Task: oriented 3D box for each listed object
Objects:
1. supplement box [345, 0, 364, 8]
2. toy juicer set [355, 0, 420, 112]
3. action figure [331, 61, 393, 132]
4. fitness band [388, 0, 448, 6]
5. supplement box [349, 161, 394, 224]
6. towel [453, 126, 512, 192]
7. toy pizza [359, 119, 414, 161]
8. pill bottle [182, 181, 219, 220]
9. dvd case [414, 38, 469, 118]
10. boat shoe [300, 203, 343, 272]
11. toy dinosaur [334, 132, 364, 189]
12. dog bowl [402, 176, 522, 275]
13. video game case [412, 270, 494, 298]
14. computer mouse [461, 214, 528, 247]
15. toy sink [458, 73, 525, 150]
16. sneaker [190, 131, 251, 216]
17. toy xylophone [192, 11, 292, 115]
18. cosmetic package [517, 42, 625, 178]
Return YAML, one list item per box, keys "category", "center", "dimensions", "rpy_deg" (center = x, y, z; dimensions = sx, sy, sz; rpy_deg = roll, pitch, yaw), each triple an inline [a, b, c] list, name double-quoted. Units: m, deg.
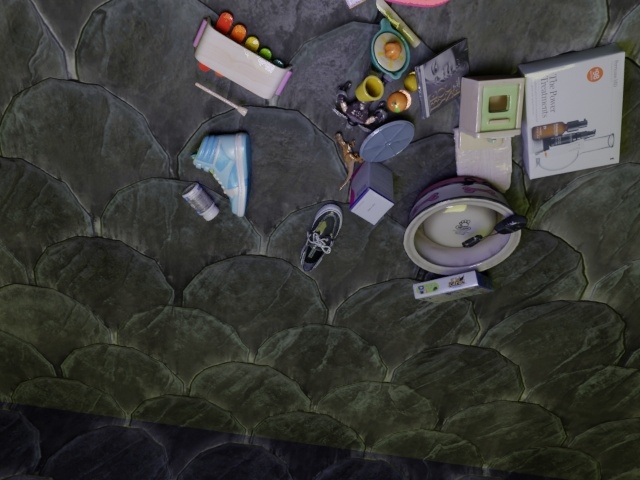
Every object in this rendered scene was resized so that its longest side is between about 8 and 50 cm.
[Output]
- category: "supplement box"
  center: [0.100, -0.708, 1.583]
  dimensions: [0.054, 0.083, 0.043]
  rpy_deg: [-22, 122, 21]
- category: "toy juicer set"
  center: [0.231, -0.534, 1.609]
  dimensions: [0.209, 0.329, 0.089]
  rpy_deg: [18, 169, -26]
- category: "action figure"
  center: [0.153, -0.464, 1.764]
  dimensions: [0.185, 0.099, 0.285]
  rpy_deg: [20, 131, -19]
- category: "fitness band"
  center: [0.266, -0.769, 1.540]
  dimensions: [0.290, 0.054, 0.209]
  rpy_deg: [9, 128, 0]
- category: "supplement box"
  center: [0.176, -0.176, 1.900]
  dimensions: [0.113, 0.220, 0.111]
  rpy_deg: [30, 125, -18]
- category: "towel"
  center: [0.558, -0.274, 1.895]
  dimensions: [0.187, 0.049, 0.282]
  rpy_deg: [-8, 126, 10]
- category: "toy pizza"
  center: [0.220, -0.336, 1.842]
  dimensions: [0.201, 0.032, 0.201]
  rpy_deg: [-20, 155, -10]
- category: "pill bottle"
  center: [-0.449, -0.145, 2.074]
  dimensions: [0.078, 0.078, 0.137]
  rpy_deg: [-26, 120, 23]
- category: "dvd case"
  center: [0.376, -0.491, 1.672]
  dimensions: [0.221, 0.018, 0.165]
  rpy_deg: [-35, 129, -24]
- category: "boat shoe"
  center: [-0.004, -0.001, 2.123]
  dimensions: [0.113, 0.105, 0.306]
  rpy_deg: [25, 126, -13]
- category: "toy dinosaur"
  center: [0.106, -0.286, 1.934]
  dimensions: [0.112, 0.064, 0.212]
  rpy_deg: [1, 120, 28]
- category: "dog bowl"
  center: [0.496, -0.056, 1.969]
  dimensions: [0.407, 0.151, 0.408]
  rpy_deg: [2, 138, 2]
- category: "video game case"
  center: [0.520, 0.184, 2.134]
  dimensions: [0.244, 0.061, 0.269]
  rpy_deg: [-15, 164, 27]
- category: "computer mouse"
  center: [0.581, -0.033, 1.856]
  dimensions: [0.242, 0.041, 0.071]
  rpy_deg: [-25, 151, 35]
- category: "toy sink"
  center: [0.527, -0.385, 1.705]
  dimensions: [0.152, 0.131, 0.234]
  rpy_deg: [-6, 113, -10]
- category: "sneaker"
  center: [-0.356, -0.238, 1.968]
  dimensions: [0.208, 0.127, 0.319]
  rpy_deg: [4, 118, 0]
- category: "toy xylophone"
  center: [-0.265, -0.547, 1.744]
  dimensions: [0.322, 0.081, 0.236]
  rpy_deg: [34, 123, -19]
- category: "cosmetic package"
  center: [0.792, -0.399, 1.749]
  dimensions: [0.284, 0.097, 0.377]
  rpy_deg: [-12, 125, 11]
